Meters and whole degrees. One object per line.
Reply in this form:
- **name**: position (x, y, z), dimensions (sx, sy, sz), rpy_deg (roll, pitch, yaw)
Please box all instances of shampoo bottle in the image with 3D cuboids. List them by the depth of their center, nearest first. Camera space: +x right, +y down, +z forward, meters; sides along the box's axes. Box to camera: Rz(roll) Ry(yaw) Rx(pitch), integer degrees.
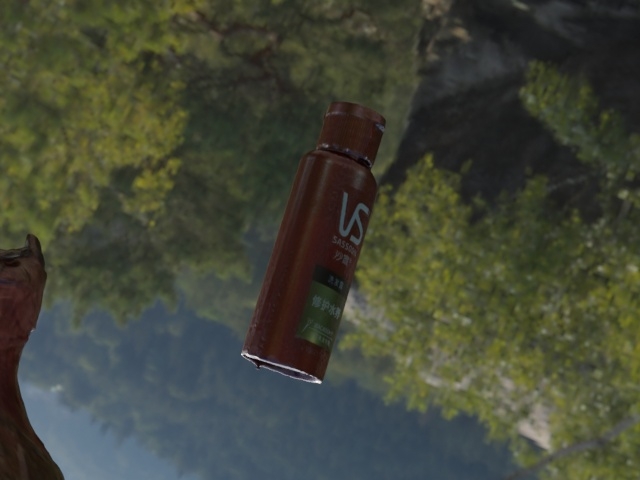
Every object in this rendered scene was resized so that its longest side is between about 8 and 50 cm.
- **shampoo bottle**: position (0.000, 0.000, 1.344), dimensions (0.076, 0.314, 0.118), rpy_deg (6, 163, 41)

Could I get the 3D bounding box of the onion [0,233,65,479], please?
- **onion**: position (-0.256, 0.153, 0.645), dimensions (0.348, 0.385, 0.347), rpy_deg (19, 153, 10)
